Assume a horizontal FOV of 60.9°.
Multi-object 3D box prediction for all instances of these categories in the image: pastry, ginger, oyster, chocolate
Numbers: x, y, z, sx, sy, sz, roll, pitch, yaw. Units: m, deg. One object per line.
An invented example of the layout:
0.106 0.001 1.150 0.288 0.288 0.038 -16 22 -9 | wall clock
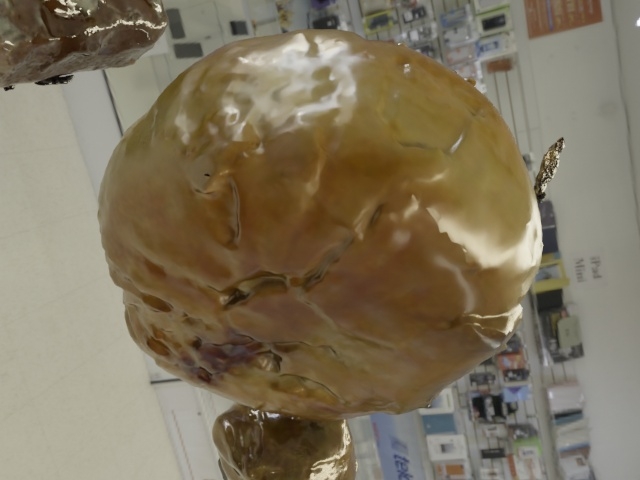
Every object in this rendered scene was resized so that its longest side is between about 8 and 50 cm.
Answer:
0.000 0.000 0.522 0.245 0.409 0.410 -77 153 -47 | pastry
-0.042 0.349 0.862 0.269 0.200 0.223 53 -31 22 | ginger
0.443 -0.132 1.063 0.086 0.029 0.132 -52 152 -31 | oyster
-0.237 -0.227 0.486 0.214 0.093 0.148 -44 113 -52 | chocolate
